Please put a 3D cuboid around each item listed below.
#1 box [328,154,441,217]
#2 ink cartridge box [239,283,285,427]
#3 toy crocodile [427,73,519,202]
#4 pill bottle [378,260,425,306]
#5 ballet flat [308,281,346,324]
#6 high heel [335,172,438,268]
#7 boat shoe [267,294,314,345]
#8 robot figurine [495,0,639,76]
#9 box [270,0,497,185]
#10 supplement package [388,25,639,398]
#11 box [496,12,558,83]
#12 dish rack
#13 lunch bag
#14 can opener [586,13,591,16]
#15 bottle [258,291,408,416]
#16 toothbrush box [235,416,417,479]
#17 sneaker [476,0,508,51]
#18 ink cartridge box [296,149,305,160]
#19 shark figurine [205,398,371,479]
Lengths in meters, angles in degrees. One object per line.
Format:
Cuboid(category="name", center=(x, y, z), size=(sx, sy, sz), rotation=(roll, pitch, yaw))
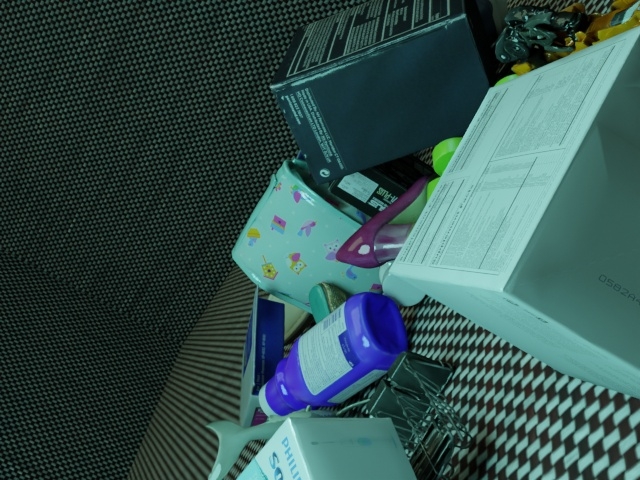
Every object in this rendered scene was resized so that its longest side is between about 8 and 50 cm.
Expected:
Cuboid(category="box", center=(0.112, -0.098, 1.489), size=(0.078, 0.180, 0.147), rotation=(-53, 13, 29))
Cuboid(category="ink cartridge box", center=(-0.105, 0.227, 1.603), size=(0.371, 0.069, 0.176), rotation=(104, 168, -65))
Cuboid(category="toy crocodile", center=(0.238, -0.108, 1.159), size=(0.340, 0.105, 0.115), rotation=(-47, 38, 47))
Cuboid(category="pill bottle", center=(0.127, 0.037, 1.340), size=(0.078, 0.078, 0.137), rotation=(-56, 11, 25))
Cuboid(category="ballet flat", center=(0.035, 0.161, 1.438), size=(0.073, 0.067, 0.206), rotation=(-39, 52, 43))
Cuboid(category="high heel", center=(0.109, -0.031, 1.323), size=(0.117, 0.082, 0.244), rotation=(-6, 30, 24))
Cuboid(category="boat shoe", center=(-0.013, 0.088, 1.840), size=(0.116, 0.096, 0.325), rotation=(39, 107, 39))
Cuboid(category="robot figurine", center=(0.288, -0.162, 0.787), size=(0.085, 0.211, 0.291), rotation=(-58, 19, -11))
Cuboid(category="box", center=(0.111, -0.259, 1.369), size=(0.293, 0.183, 0.296), rotation=(-18, 26, 18))
Cuboid(category="supplement package", center=(0.213, -0.007, 0.686), size=(0.198, 0.199, 0.262), rotation=(-61, 10, -5))
Cuboid(category="box", center=(0.311, -0.246, 1.321), size=(0.191, 0.045, 0.184), rotation=(-59, 8, 15))
Cuboid(category="dish rack", center=(0.088, 0.248, 0.977), size=(0.208, 0.074, 0.271), rotation=(-61, 12, 9))
Cuboid(category="lunch bag", center=(0.000, 0.000, 1.543), size=(0.223, 0.262, 0.160), rotation=(-55, 11, 32))
Cuboid(category="can opener", center=(0.346, -0.247, 1.101), size=(0.073, 0.059, 0.186), rotation=(-55, 12, 29))
Cuboid(category="bottle", center=(0.010, 0.186, 1.329), size=(0.283, 0.092, 0.118), rotation=(-42, 48, 39))
Cuboid(category="toothbrush box", center=(-0.017, 0.335, 0.836), size=(0.296, 0.126, 0.216), rotation=(-55, 43, 34))
Cuboid(category="sneaker", center=(0.265, -0.351, 1.709), size=(0.236, 0.130, 0.323), rotation=(-43, -11, -17))
Cuboid(category="ink cartridge box", center=(0.032, -0.132, 1.843), size=(0.330, 0.071, 0.324), rotation=(-35, -25, -55))
Cuboid(category="shark figurine", center=(-0.024, 0.290, 1.245), size=(0.166, 0.278, 0.116), rotation=(-22, 72, 28))
